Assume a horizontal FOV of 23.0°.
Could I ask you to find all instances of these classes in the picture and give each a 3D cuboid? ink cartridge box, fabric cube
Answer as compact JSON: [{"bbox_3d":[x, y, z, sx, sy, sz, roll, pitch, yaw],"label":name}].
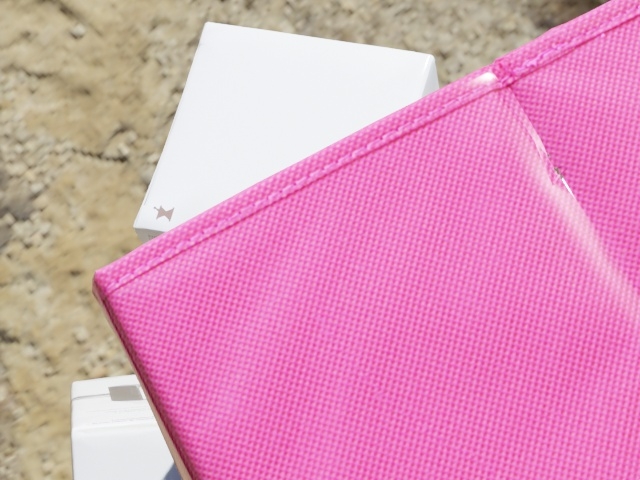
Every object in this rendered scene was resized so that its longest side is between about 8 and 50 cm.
[{"bbox_3d":[-0.142,0.221,1.270,0.114,0.273,0.197,-3,93,-8],"label":"ink cartridge box"},{"bbox_3d":[0.115,0.096,0.498,0.259,0.254,0.258,-28,69,-7],"label":"fabric cube"}]

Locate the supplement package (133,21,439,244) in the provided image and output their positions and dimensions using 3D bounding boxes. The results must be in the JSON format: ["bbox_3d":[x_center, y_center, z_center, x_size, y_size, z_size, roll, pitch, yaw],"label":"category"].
[{"bbox_3d":[0.000,0.000,0.928,0.134,0.244,0.139,10,67,15],"label":"supplement package"}]
